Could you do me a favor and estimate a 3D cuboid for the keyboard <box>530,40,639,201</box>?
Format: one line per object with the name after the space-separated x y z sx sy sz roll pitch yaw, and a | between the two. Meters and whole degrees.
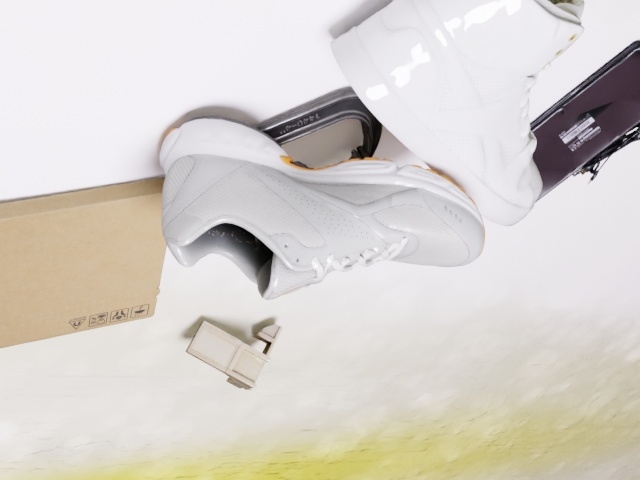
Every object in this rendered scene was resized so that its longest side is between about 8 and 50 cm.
0.245 -0.105 1.072 0.192 0.038 0.100 -38 123 15 | keyboard

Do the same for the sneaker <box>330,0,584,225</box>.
0.153 -0.121 0.901 0.169 0.108 0.292 -36 145 16 | sneaker

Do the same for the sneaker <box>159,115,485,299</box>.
0.000 0.000 0.861 0.262 0.121 0.099 12 146 -11 | sneaker

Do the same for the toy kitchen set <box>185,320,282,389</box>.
-0.085 0.097 1.094 0.068 0.075 0.083 -62 -171 -14 | toy kitchen set

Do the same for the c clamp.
-0.017 -0.061 0.938 0.160 0.022 0.137 -26 142 -2 | c clamp

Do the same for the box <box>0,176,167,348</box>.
-0.220 0.025 0.897 0.201 0.021 0.164 -11 143 -25 | box
